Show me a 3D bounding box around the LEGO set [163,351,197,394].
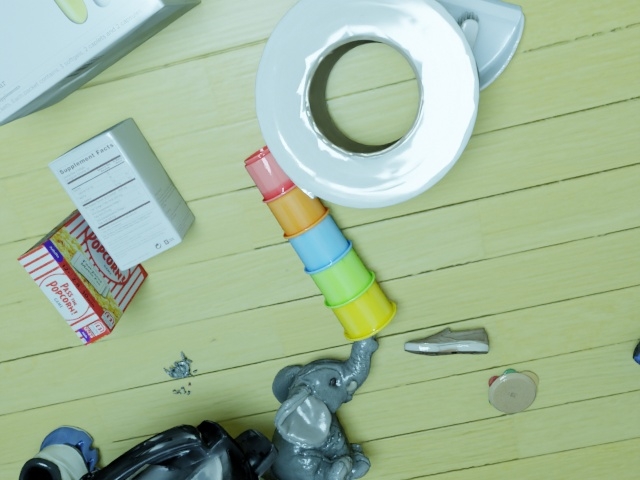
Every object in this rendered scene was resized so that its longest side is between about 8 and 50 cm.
[{"bbox_3d":[-0.234,0.228,1.073,0.054,0.023,0.083,-12,110,5],"label":"LEGO set"}]

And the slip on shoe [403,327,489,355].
[{"bbox_3d":[0.203,0.163,1.035,0.136,0.051,0.041,-3,72,10],"label":"slip on shoe"}]

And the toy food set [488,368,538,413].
[{"bbox_3d":[0.322,0.254,1.077,0.083,0.020,0.083,6,112,-1],"label":"toy food set"}]

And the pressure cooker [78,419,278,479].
[{"bbox_3d":[-0.201,0.482,0.888,0.376,0.369,0.420,-22,115,22],"label":"pressure cooker"}]

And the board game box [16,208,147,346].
[{"bbox_3d":[-0.328,0.039,0.910,0.045,0.193,0.146,-27,109,10],"label":"board game box"}]

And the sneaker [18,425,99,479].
[{"bbox_3d":[-0.420,0.477,1.035,0.128,0.182,0.315,-20,88,4],"label":"sneaker"}]

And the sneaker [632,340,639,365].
[{"bbox_3d":[0.607,0.199,1.016,0.221,0.087,0.083,13,110,-4],"label":"sneaker"}]

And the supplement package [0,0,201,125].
[{"bbox_3d":[-0.311,-0.279,0.781,0.262,0.204,0.145,-31,107,12],"label":"supplement package"}]

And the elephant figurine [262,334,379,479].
[{"bbox_3d":[-0.010,0.266,1.034,0.169,0.186,0.239,3,105,46],"label":"elephant figurine"}]

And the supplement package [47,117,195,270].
[{"bbox_3d":[-0.278,-0.068,0.915,0.105,0.105,0.179,-26,108,10],"label":"supplement package"}]

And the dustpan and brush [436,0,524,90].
[{"bbox_3d":[0.181,-0.226,0.871,0.147,0.060,0.211,13,113,-5],"label":"dustpan and brush"}]

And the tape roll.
[{"bbox_3d":[0.062,-0.186,0.833,0.286,0.100,0.286,3,105,13],"label":"tape roll"}]

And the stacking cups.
[{"bbox_3d":[0.000,0.000,0.943,0.096,0.096,0.316,-28,108,11],"label":"stacking cups"}]
